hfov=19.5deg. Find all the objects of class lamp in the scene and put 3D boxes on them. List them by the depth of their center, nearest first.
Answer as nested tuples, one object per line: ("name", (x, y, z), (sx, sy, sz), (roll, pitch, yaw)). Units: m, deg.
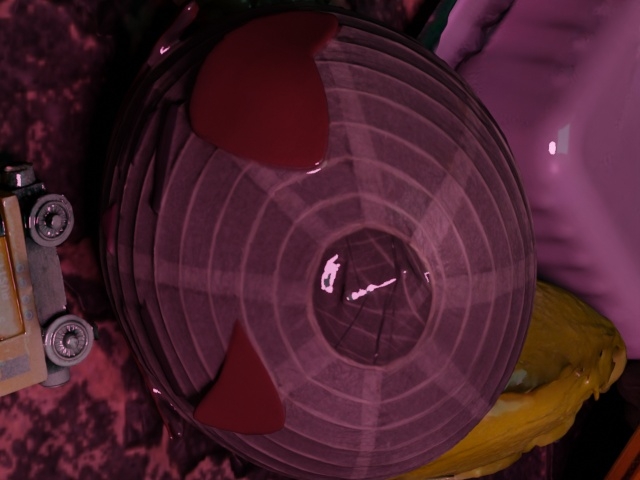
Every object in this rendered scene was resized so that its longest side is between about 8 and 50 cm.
("lamp", (0.000, 0.000, 0.966), (0.233, 0.233, 0.265), (-17, 105, -42))

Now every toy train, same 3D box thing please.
("toy train", (-0.160, 0.023, 0.943), (0.081, 0.050, 0.122), (-20, 110, -30))

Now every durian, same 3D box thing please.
("durian", (0.094, 0.085, 1.143), (0.250, 0.139, 0.101), (-18, 67, -24))

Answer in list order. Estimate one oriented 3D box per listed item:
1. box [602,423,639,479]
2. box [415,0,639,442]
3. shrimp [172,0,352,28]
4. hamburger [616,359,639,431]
("box", (0.279, 0.170, 1.281), (0.193, 0.084, 0.301), (-6, 133, -43))
("box", (0.187, -0.050, 1.223), (0.264, 0.106, 0.337), (-57, 133, -21))
("shrimp", (-0.018, -0.172, 1.050), (0.217, 0.051, 0.150), (30, 68, -45))
("hamburger", (0.267, 0.099, 1.354), (0.121, 0.084, 0.054), (-28, 109, -19))
